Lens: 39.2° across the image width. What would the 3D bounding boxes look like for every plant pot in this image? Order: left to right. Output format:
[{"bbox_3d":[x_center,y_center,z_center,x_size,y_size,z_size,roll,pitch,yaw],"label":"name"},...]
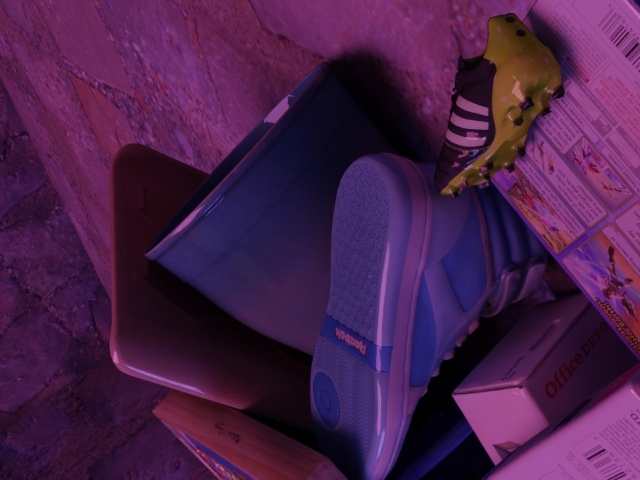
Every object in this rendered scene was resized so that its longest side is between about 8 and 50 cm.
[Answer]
[{"bbox_3d":[0.000,0.000,0.948,0.255,0.272,0.271,44,161,-10],"label":"plant pot"},{"bbox_3d":[0.189,0.263,0.963,0.236,0.236,0.212,55,165,-5],"label":"plant pot"}]

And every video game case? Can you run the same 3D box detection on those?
[{"bbox_3d":[0.230,-0.047,0.629,0.270,0.061,0.244,52,158,10],"label":"video game case"}]

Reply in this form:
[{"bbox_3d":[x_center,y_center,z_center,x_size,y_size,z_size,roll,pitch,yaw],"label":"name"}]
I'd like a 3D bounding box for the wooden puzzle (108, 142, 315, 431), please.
[{"bbox_3d":[-0.109,0.065,1.062,0.322,0.080,0.348,23,-147,-28],"label":"wooden puzzle"}]

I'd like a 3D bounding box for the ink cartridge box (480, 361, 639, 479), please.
[{"bbox_3d":[0.223,0.208,0.638,0.186,0.065,0.311,47,148,13],"label":"ink cartridge box"}]

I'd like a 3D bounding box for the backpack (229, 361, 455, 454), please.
[{"bbox_3d":[0.057,0.233,1.175,0.263,0.276,0.213,34,156,31],"label":"backpack"}]

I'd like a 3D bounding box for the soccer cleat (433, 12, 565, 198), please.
[{"bbox_3d":[0.120,-0.092,0.653,0.072,0.060,0.179,65,159,19],"label":"soccer cleat"}]

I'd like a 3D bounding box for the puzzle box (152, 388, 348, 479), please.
[{"bbox_3d":[-0.020,0.292,0.963,0.272,0.052,0.409,50,160,-18],"label":"puzzle box"}]

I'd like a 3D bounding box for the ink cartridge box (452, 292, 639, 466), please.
[{"bbox_3d":[0.237,0.173,0.799,0.093,0.154,0.212,-20,104,52],"label":"ink cartridge box"}]

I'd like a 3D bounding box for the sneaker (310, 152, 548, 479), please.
[{"bbox_3d":[0.110,0.078,0.818,0.127,0.208,0.319,37,125,51],"label":"sneaker"}]
